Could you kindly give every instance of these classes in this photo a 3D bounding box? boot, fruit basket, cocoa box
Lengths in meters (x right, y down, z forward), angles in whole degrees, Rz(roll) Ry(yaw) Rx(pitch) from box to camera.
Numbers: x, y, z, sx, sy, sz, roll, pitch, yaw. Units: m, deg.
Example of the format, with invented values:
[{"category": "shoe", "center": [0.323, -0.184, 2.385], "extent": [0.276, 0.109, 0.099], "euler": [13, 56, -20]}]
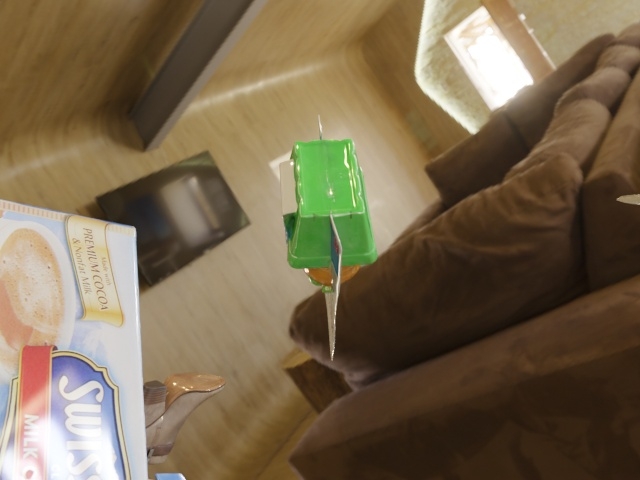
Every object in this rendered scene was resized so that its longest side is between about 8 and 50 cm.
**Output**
[{"category": "boot", "center": [-0.155, 0.186, 0.661], "extent": [0.042, 0.087, 0.118], "euler": [20, 8, 42]}, {"category": "fruit basket", "center": [0.000, 0.000, 1.197], "extent": [0.165, 0.327, 0.353], "euler": [0, -39, -8]}, {"category": "cocoa box", "center": [-0.269, 0.164, 0.452], "extent": [0.228, 0.347, 0.231], "euler": [13, -41, -34]}]

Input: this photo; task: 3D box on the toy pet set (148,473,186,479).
[{"category": "toy pet set", "center": [-0.208, 0.290, 0.782], "extent": [0.065, 0.114, 0.122], "euler": [-29, -45, -26]}]

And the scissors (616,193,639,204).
[{"category": "scissors", "center": [0.592, -0.063, 1.122], "extent": [0.021, 0.109, 0.297], "euler": [-6, -11, -1]}]
